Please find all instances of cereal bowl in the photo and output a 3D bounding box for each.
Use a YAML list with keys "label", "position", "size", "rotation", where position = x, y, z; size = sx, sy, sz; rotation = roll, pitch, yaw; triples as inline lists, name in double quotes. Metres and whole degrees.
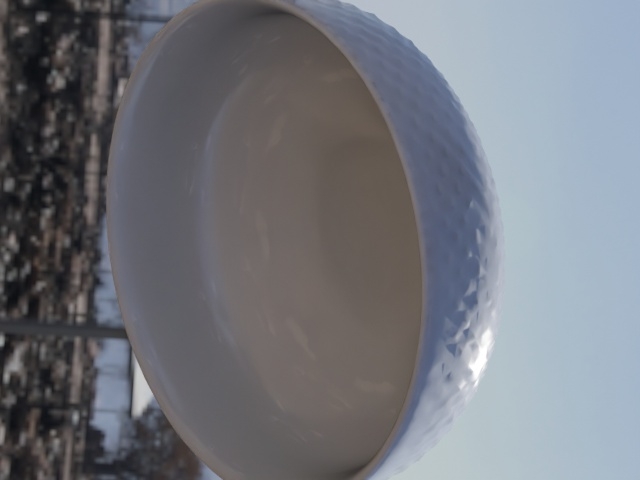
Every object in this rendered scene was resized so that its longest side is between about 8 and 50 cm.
- label: "cereal bowl"
  position: [0.000, 0.000, 0.897]
  size: [0.339, 0.141, 0.339]
  rotation: [13, -73, 46]
